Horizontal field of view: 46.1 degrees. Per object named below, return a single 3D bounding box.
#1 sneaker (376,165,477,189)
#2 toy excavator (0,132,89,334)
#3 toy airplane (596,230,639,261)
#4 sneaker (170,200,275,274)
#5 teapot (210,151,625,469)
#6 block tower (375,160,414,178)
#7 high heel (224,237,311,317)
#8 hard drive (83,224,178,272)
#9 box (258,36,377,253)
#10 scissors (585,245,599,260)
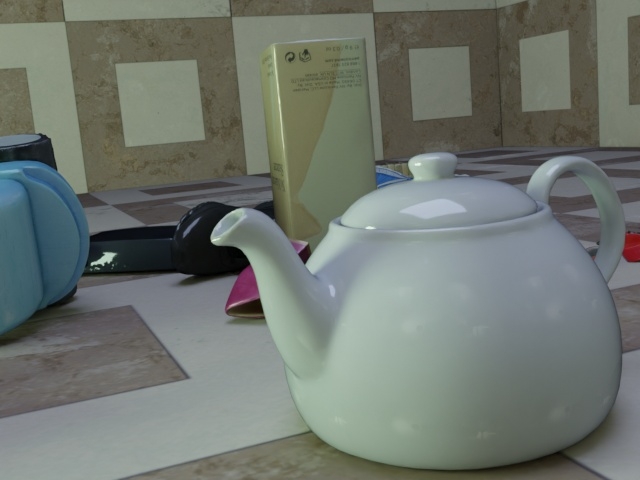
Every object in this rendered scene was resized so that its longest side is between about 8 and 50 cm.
[{"bbox_3d":[0.102,-0.053,1.215,0.330,0.129,0.147,0,10,40],"label":"sneaker"},{"bbox_3d":[-0.452,0.040,0.784,0.433,0.222,0.445,-10,19,-23],"label":"toy excavator"},{"bbox_3d":[0.453,0.001,1.017,0.151,0.028,0.151,-5,11,1],"label":"toy airplane"},{"bbox_3d":[-0.096,-0.007,1.140,0.130,0.109,0.286,12,20,41],"label":"sneaker"},{"bbox_3d":[0.092,0.030,0.536,0.253,0.187,0.256,-2,9,18],"label":"teapot"},{"bbox_3d":[0.139,-0.151,1.924,0.336,0.090,0.097,-5,9,2],"label":"block tower"},{"bbox_3d":[0.013,0.063,0.805,0.244,0.082,0.117,17,52,30],"label":"high heel"},{"bbox_3d":[-0.289,0.013,1.249,0.255,0.054,0.172,-3,9,13],"label":"hard drive"},{"bbox_3d":[-0.001,-0.102,1.004,0.121,0.311,0.148,-7,8,-11],"label":"box"},{"bbox_3d":[0.254,0.035,0.930,0.297,0.021,0.109,-10,12,-39],"label":"scissors"}]
